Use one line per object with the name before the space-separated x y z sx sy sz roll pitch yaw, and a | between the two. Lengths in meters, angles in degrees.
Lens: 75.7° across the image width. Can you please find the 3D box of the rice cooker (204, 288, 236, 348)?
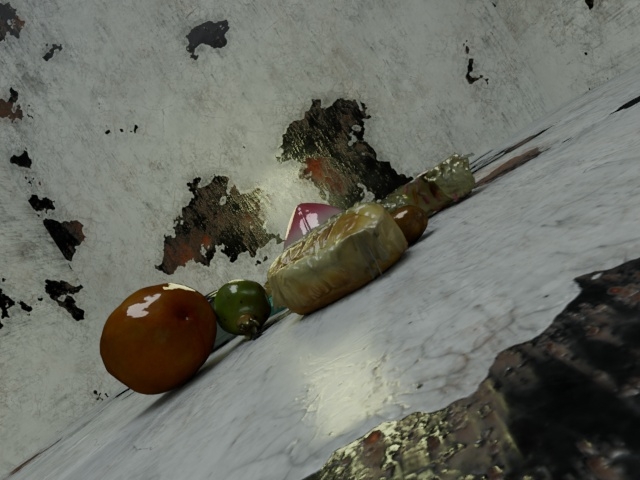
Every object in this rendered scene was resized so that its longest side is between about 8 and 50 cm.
rice cooker | -0.452 0.322 1.694 0.241 0.227 0.280 -33 0 19

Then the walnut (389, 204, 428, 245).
walnut | 0.221 -0.028 1.160 0.115 0.116 0.207 -33 -6 -39

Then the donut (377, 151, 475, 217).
donut | 0.330 -0.133 1.383 0.370 0.150 0.307 -33 0 -10

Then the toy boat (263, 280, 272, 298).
toy boat | -0.200 0.228 1.870 0.089 0.116 0.310 10 9 5

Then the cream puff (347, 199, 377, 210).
cream puff | 0.174 -0.054 1.647 0.281 0.185 0.282 -32 4 3

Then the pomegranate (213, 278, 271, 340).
pomegranate | -0.256 0.226 1.382 0.198 0.198 0.246 -33 8 -21

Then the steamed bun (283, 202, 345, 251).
steamed bun | 0.000 0.000 1.399 0.309 0.310 0.309 -33 1 0

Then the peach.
peach | -0.487 0.296 1.274 0.301 0.343 0.342 -29 2 29

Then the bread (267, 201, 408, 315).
bread | 0.043 0.055 1.074 0.388 0.183 0.236 -26 23 31

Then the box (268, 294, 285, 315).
box | -0.144 0.205 1.635 0.162 0.041 0.229 -31 15 40
